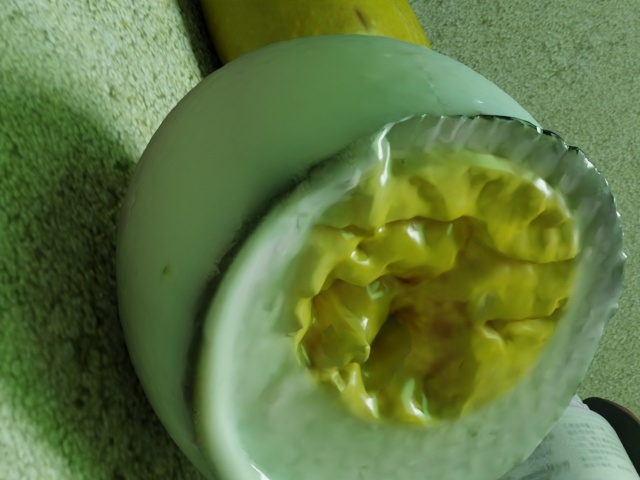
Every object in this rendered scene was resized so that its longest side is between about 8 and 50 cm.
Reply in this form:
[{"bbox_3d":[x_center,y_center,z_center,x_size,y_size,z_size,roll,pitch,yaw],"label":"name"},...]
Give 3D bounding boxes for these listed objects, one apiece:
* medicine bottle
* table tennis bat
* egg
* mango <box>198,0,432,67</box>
[{"bbox_3d":[0.290,0.316,1.713,0.241,0.241,0.302,53,11,-45],"label":"medicine bottle"},{"bbox_3d":[0.372,0.295,1.822,0.022,0.173,0.301,5,18,-34],"label":"table tennis bat"},{"bbox_3d":[0.000,0.000,0.997,0.354,0.354,0.340,57,-6,-35],"label":"egg"},{"bbox_3d":[-0.007,-0.262,1.522,0.301,0.220,0.445,8,57,-52],"label":"mango"}]
